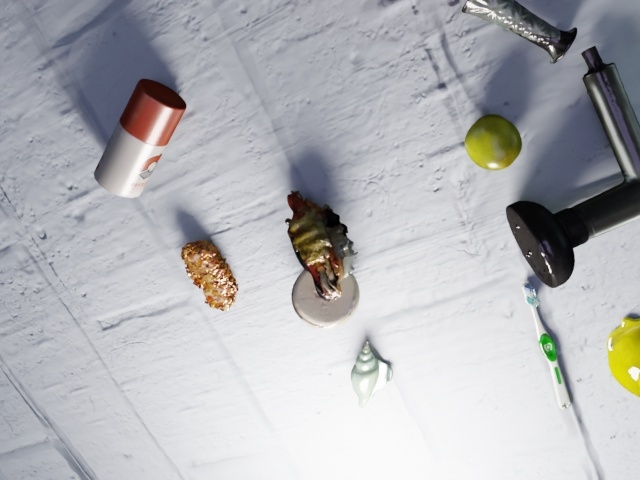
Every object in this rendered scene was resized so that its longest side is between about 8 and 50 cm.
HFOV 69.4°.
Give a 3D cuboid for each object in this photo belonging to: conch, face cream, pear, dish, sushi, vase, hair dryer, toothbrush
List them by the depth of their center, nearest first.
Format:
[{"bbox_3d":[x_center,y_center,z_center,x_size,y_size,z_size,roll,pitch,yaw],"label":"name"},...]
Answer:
[{"bbox_3d":[0.302,-0.336,0.704,0.167,0.059,0.059,31,115,0],"label":"vase"},{"bbox_3d":[0.433,-0.125,0.761,0.320,0.156,0.284,-36,80,10],"label":"hair dryer"},{"bbox_3d":[0.284,-0.157,0.763,0.092,0.096,0.092,6,145,4],"label":"pear"},{"bbox_3d":[0.623,0.237,0.849,0.149,0.080,0.207,-36,101,22],"label":"dish"},{"bbox_3d":[0.003,-0.001,0.864,0.225,0.103,0.097,63,145,13],"label":"sushi"},{"bbox_3d":[-0.347,-0.192,0.888,0.096,0.096,0.214,37,114,-3],"label":"face cream"},{"bbox_3d":[0.448,0.214,0.911,0.030,0.030,0.303,-18,109,19],"label":"toothbrush"},{"bbox_3d":[0.105,0.288,1.003,0.065,0.088,0.180,33,134,47],"label":"conch"}]

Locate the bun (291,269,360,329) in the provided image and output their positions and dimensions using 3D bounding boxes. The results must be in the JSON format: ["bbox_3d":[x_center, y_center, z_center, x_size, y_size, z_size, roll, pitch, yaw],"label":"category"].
[{"bbox_3d":[0.014,0.112,0.934,0.139,0.094,0.138,-2,78,9],"label":"bun"}]

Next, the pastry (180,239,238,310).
[{"bbox_3d":[-0.228,0.069,0.987,0.087,0.063,0.169,-13,113,27],"label":"pastry"}]
